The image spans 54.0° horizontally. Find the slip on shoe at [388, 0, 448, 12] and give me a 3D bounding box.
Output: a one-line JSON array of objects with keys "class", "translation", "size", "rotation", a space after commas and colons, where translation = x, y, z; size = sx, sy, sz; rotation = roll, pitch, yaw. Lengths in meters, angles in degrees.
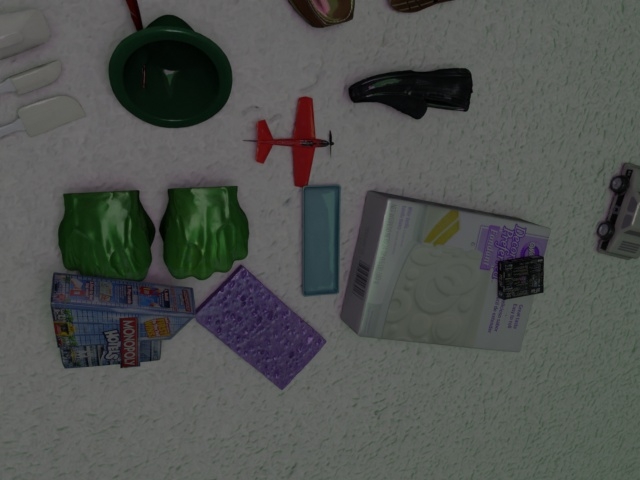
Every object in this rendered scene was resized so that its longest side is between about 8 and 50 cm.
[{"class": "slip on shoe", "translation": [0.172, -0.412, 1.030], "size": [0.135, 0.051, 0.041], "rotation": [-17, 66, -6]}]

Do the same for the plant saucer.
[{"class": "plant saucer", "translation": [0.000, 0.000, 1.074], "size": [0.067, 0.018, 0.192], "rotation": [-3, 102, -17]}]

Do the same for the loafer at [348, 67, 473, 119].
[{"class": "loafer", "translation": [0.154, -0.240, 1.040], "size": [0.223, 0.076, 0.078], "rotation": [-8, 96, -20]}]

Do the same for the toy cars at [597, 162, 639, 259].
[{"class": "toy cars", "translation": [0.702, -0.113, 1.235], "size": [0.393, 0.087, 0.176], "rotation": [-38, 110, -7]}]

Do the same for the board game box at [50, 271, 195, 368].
[{"class": "board game box", "translation": [-0.288, 0.128, 0.938], "size": [0.194, 0.060, 0.194], "rotation": [-2, 135, -16]}]

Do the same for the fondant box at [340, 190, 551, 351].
[{"class": "fondant box", "translation": [0.222, 0.059, 1.116], "size": [0.330, 0.096, 0.238], "rotation": [8, 99, -21]}]

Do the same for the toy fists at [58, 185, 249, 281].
[{"class": "toy fists", "translation": [-0.249, -0.007, 0.955], "size": [0.279, 0.096, 0.142], "rotation": [-4, 95, -15]}]

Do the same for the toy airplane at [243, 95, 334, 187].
[{"class": "toy airplane", "translation": [-0.048, -0.161, 1.018], "size": [0.151, 0.028, 0.151], "rotation": [-4, 104, -17]}]

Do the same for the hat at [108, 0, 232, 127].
[{"class": "hat", "translation": [-0.225, -0.304, 0.935], "size": [0.173, 0.183, 0.208], "rotation": [-5, 145, -10]}]

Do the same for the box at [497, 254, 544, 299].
[{"class": "box", "translation": [0.351, 0.064, 1.098], "size": [0.083, 0.018, 0.067], "rotation": [-9, 104, -17]}]

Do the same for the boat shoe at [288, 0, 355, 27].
[{"class": "boat shoe", "translation": [-0.020, -0.477, 0.911], "size": [0.122, 0.120, 0.324], "rotation": [-21, 107, -12]}]

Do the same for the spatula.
[{"class": "spatula", "translation": [-0.462, -0.197, 0.842], "size": [0.242, 0.019, 0.168], "rotation": [-26, 136, -18]}]

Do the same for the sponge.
[{"class": "sponge", "translation": [-0.100, 0.149, 1.066], "size": [0.117, 0.031, 0.210], "rotation": [-47, 110, -3]}]
